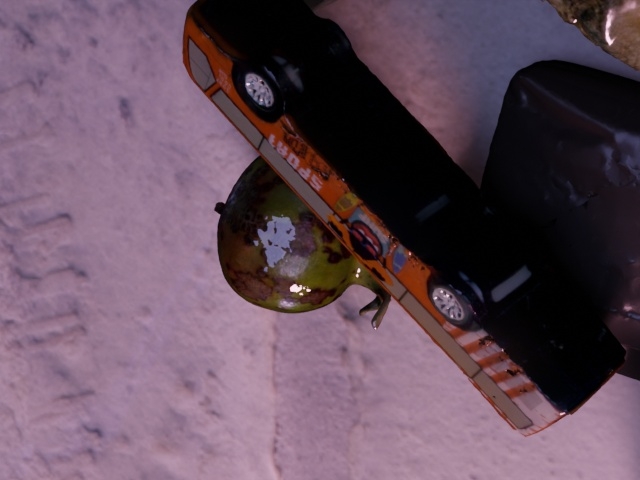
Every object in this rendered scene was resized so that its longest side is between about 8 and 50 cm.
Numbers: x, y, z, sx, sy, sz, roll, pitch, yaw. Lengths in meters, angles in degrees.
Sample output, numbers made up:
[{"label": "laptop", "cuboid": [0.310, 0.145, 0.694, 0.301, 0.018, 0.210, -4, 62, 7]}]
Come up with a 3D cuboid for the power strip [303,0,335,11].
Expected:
[{"label": "power strip", "cuboid": [0.045, -0.238, 1.094, 0.061, 0.145, 0.216, 57, 154, 2]}]

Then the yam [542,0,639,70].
[{"label": "yam", "cuboid": [0.263, -0.263, 0.952, 0.300, 0.195, 0.195, -39, 83, 26]}]

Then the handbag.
[{"label": "handbag", "cuboid": [0.229, -0.005, 1.088, 0.247, 0.080, 0.223, 21, 110, 22]}]

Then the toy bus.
[{"label": "toy bus", "cuboid": [0.055, -0.033, 1.075, 0.409, 0.093, 0.092, 48, 152, 8]}]

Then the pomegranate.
[{"label": "pomegranate", "cuboid": [-0.005, 0.005, 1.173, 0.169, 0.148, 0.148, 42, 116, 6]}]
